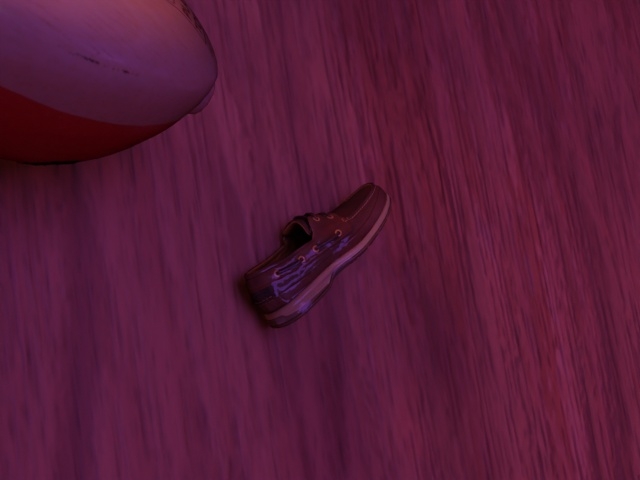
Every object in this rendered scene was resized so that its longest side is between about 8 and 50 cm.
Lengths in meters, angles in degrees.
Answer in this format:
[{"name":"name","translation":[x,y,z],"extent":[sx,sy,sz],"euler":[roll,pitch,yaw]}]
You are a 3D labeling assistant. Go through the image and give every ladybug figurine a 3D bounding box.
[{"name":"ladybug figurine","translation":[-0.275,-0.183,0.833],"extent":[0.449,0.162,0.305],"euler":[28,20,-26]}]

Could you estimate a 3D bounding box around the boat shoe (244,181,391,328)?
[{"name":"boat shoe","translation":[0.000,0.000,1.071],"extent":[0.060,0.064,0.178],"euler":[52,57,-14]}]
